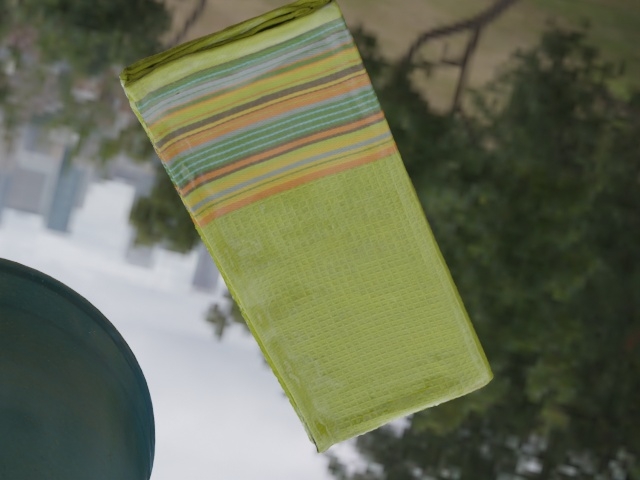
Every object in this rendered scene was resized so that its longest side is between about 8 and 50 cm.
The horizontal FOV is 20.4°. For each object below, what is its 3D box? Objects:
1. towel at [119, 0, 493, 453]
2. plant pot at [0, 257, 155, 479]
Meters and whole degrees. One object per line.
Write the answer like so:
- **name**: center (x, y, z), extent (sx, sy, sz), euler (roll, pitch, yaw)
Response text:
- **towel**: center (0.000, 0.000, 0.828), extent (0.102, 0.237, 0.021), euler (-20, -146, 8)
- **plant pot**: center (-0.222, 0.180, 1.023), extent (0.272, 0.271, 0.255), euler (13, -159, -15)
